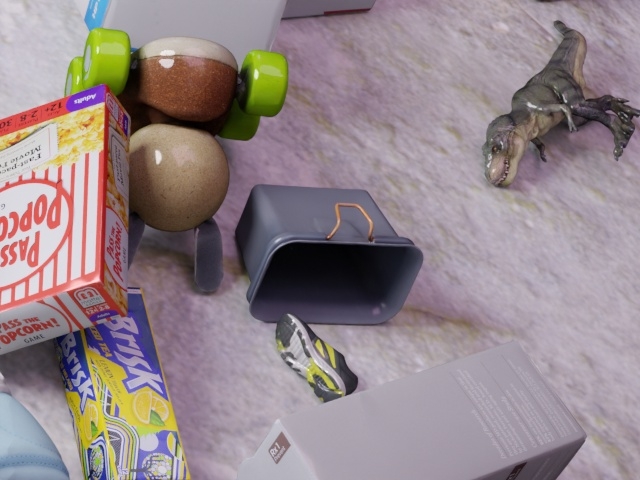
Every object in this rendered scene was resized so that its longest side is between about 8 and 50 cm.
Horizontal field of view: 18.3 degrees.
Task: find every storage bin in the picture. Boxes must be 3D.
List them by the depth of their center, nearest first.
[{"bbox_3d":[0.000,0.000,1.567,0.135,0.098,0.091,2,40,-28],"label":"storage bin"}]

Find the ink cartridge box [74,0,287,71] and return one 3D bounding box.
[{"bbox_3d":[-0.130,-0.227,1.655,0.148,0.086,0.203,7,28,-25],"label":"ink cartridge box"}]

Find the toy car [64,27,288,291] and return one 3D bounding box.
[{"bbox_3d":[-0.118,-0.055,1.550,0.155,0.149,0.188,7,76,-16],"label":"toy car"}]

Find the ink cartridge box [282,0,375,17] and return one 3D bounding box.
[{"bbox_3d":[-0.018,-0.282,1.829,0.109,0.063,0.150,-10,56,-35],"label":"ink cartridge box"}]

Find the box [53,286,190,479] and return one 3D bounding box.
[{"bbox_3d":[-0.143,0.113,1.406,0.059,0.054,0.169,3,49,-27],"label":"box"}]

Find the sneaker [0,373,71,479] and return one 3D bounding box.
[{"bbox_3d":[-0.287,0.195,1.193,0.150,0.135,0.366,42,45,16],"label":"sneaker"}]

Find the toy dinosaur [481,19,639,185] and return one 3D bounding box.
[{"bbox_3d":[0.235,-0.126,1.832,0.118,0.064,0.268,28,39,6],"label":"toy dinosaur"}]

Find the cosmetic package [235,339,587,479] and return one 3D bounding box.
[{"bbox_3d":[0.058,0.167,1.415,0.238,0.127,0.107,-19,62,-37],"label":"cosmetic package"}]

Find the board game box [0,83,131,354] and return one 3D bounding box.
[{"bbox_3d":[-0.210,-0.011,1.425,0.146,0.045,0.193,-18,47,14],"label":"board game box"}]

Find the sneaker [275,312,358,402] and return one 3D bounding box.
[{"bbox_3d":[-0.003,0.090,1.526,0.035,0.031,0.083,-11,61,-52],"label":"sneaker"}]
